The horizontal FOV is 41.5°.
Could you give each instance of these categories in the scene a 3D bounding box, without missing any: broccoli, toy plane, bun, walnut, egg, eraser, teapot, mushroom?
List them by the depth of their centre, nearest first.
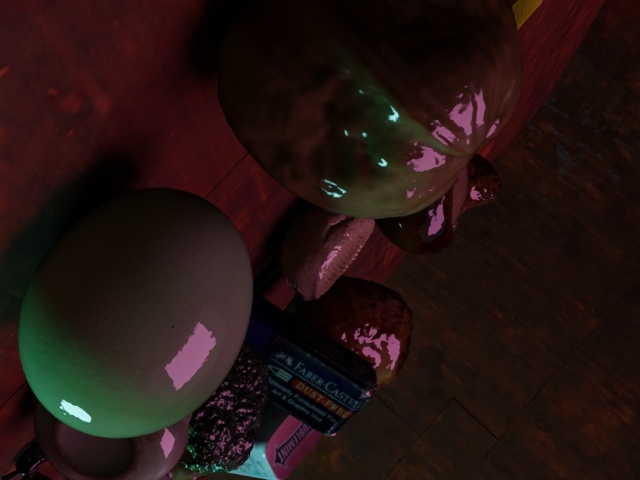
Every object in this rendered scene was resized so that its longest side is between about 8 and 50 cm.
[{"bbox_3d":[0.054,-0.168,0.831,0.282,0.277,0.253,-41,-177,33],"label":"walnut"},{"bbox_3d":[-0.184,0.074,0.862,0.269,0.220,0.220,-50,169,12],"label":"egg"},{"bbox_3d":[-0.277,0.283,1.168,0.149,0.220,0.318,-65,169,-63],"label":"teapot"},{"bbox_3d":[-0.416,0.319,1.292,0.145,0.037,0.060,-36,167,-46],"label":"toy plane"},{"bbox_3d":[-0.222,0.251,1.344,0.297,0.297,0.297,-18,162,-12],"label":"broccoli"},{"bbox_3d":[0.210,-0.132,1.524,0.345,0.260,0.345,2,90,-86],"label":"mushroom"},{"bbox_3d":[-0.059,0.224,1.571,0.155,0.332,0.101,-51,-166,23],"label":"eraser"},{"bbox_3d":[0.000,0.000,1.578,0.220,0.134,0.220,-50,167,-16],"label":"bun"}]

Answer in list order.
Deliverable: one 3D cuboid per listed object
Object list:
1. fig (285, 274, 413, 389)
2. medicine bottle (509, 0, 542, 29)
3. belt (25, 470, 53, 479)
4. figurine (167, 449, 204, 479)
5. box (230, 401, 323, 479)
[{"bbox_3d":[0.016,0.152,1.792,0.286,0.368,0.286,-15,131,-19],"label":"fig"},{"bbox_3d":[0.209,-0.336,1.222,0.250,0.137,0.141,-48,169,-10],"label":"medicine bottle"},{"bbox_3d":[-0.505,0.469,1.416,0.071,0.053,0.232,-33,162,-52],"label":"belt"},{"bbox_3d":[-0.318,0.429,1.709,0.247,0.177,0.173,-33,179,-30],"label":"figurine"},{"bbox_3d":[-0.184,0.421,1.880,0.370,0.112,0.190,-4,-155,40],"label":"box"}]
